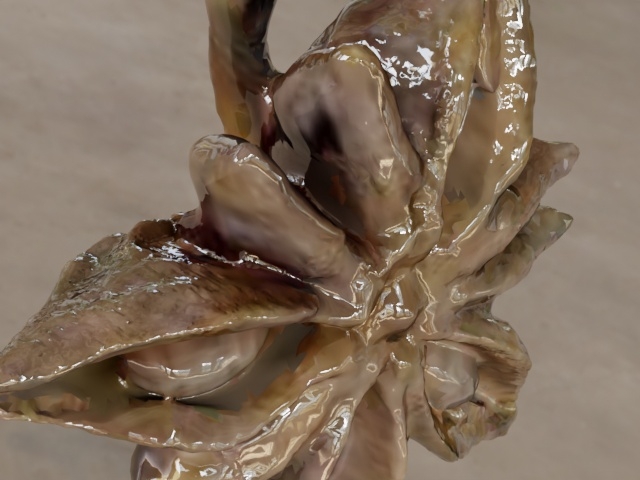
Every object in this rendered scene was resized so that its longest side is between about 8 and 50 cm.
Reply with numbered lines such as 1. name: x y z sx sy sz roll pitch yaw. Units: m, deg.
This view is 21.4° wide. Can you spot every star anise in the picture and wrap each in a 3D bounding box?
1. star anise: 0.000 0.002 0.656 0.109 0.292 0.349 22 -19 35
